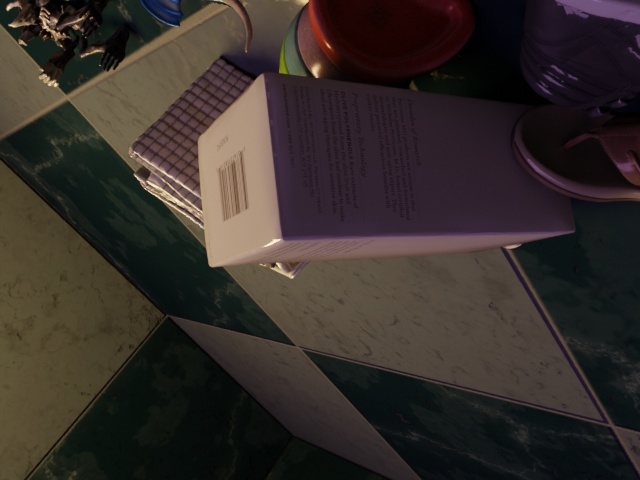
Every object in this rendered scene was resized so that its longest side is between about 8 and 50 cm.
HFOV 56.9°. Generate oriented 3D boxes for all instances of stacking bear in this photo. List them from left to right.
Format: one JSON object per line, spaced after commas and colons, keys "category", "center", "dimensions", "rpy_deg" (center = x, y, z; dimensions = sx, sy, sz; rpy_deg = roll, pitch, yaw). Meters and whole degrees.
{"category": "stacking bear", "center": [0.022, -0.202, 0.722], "dimensions": [0.175, 0.164, 0.289], "rpy_deg": [40, 159, -5]}

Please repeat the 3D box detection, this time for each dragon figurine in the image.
{"category": "dragon figurine", "center": [-0.198, -0.357, 0.809], "dimensions": [0.289, 0.085, 0.144], "rpy_deg": [42, 154, -8]}

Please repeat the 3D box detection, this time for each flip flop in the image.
{"category": "flip flop", "center": [0.328, -0.080, 0.574], "dimensions": [0.277, 0.112, 0.080], "rpy_deg": [23, 157, 18]}

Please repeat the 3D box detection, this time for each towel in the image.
{"category": "towel", "center": [-0.128, -0.120, 0.947], "dimensions": [0.283, 0.235, 0.121], "rpy_deg": [32, 160, 10]}

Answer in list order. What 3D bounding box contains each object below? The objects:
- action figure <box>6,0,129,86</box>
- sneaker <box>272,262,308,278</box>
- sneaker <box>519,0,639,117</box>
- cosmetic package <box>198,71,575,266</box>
{"category": "action figure", "center": [-0.487, -0.381, 1.077], "dimensions": [0.275, 0.141, 0.164], "rpy_deg": [15, 148, 32]}
{"category": "sneaker", "center": [0.000, 0.000, 1.058], "dimensions": [0.292, 0.169, 0.108], "rpy_deg": [-6, 129, 53]}
{"category": "sneaker", "center": [0.309, -0.156, 0.507], "dimensions": [0.295, 0.105, 0.147], "rpy_deg": [25, 166, 11]}
{"category": "cosmetic package", "center": [0.074, -0.059, 0.648], "dimensions": [0.197, 0.365, 0.155], "rpy_deg": [-18, 77, 58]}
